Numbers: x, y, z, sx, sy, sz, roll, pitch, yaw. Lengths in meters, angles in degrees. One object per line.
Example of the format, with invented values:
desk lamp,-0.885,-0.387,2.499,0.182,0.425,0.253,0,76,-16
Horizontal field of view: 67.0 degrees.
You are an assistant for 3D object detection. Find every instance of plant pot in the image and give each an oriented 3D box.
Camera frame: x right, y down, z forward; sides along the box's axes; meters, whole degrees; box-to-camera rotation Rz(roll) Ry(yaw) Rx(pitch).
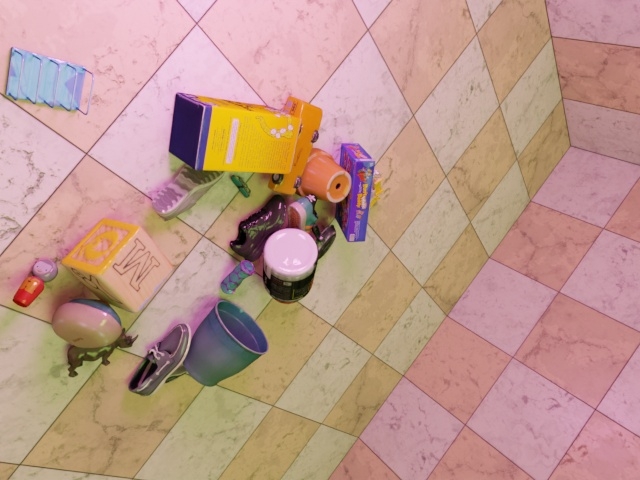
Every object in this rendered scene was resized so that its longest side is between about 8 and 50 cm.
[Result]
plant pot,0.012,-0.238,1.888,0.205,0.188,0.205,-23,128,-32
plant pot,-0.387,0.416,1.877,0.255,0.271,0.272,-44,139,9

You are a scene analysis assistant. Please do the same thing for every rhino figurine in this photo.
rhino figurine,-0.736,0.367,1.641,0.243,0.073,0.106,-18,128,-37

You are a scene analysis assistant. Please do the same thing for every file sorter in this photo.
file sorter,-0.675,-0.394,1.212,0.170,0.105,0.118,3,111,-44

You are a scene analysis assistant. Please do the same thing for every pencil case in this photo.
pencil case,-0.319,0.143,1.860,0.152,0.070,0.064,-45,170,28

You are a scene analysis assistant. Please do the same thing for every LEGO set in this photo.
LEGO set,0.195,-0.217,2.149,0.132,0.107,0.286,-25,147,-31

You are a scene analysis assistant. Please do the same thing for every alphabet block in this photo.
alphabet block,-0.608,0.075,1.464,0.193,0.193,0.197,-59,144,-31

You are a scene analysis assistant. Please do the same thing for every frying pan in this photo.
frying pan,0.017,-0.017,2.036,0.197,0.053,0.326,-45,166,-31

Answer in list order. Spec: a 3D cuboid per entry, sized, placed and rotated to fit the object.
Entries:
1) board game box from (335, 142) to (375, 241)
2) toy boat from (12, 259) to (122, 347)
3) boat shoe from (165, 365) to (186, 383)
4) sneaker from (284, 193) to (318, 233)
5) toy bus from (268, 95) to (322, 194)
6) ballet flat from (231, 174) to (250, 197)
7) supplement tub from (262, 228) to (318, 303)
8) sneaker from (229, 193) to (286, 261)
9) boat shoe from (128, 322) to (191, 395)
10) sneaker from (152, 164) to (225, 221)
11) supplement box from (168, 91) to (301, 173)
board game box,0.135,-0.200,1.988,0.078,0.233,0.346,-2,119,-12
toy boat,-0.740,0.198,1.449,0.318,0.268,0.148,47,46,-31
boat shoe,-0.585,0.534,1.902,0.125,0.046,0.038,-16,124,-33
sneaker,-0.065,-0.069,1.923,0.121,0.108,0.302,-37,161,-25
toy bus,-0.106,-0.341,1.757,0.108,0.130,0.332,9,108,-47
ballet flat,-0.286,-0.204,1.748,0.041,0.041,0.114,-45,137,-14
supplement tub,-0.123,0.115,1.895,0.207,0.207,0.338,-35,161,-23
sneaker,-0.235,-0.056,1.834,0.130,0.109,0.286,32,89,-42
boat shoe,-0.594,0.441,1.787,0.319,0.116,0.099,-55,142,5
sneaker,-0.436,-0.172,1.602,0.281,0.105,0.115,-40,169,-23
supplement box,-0.272,-0.340,1.556,0.357,0.194,0.195,-5,117,-42
